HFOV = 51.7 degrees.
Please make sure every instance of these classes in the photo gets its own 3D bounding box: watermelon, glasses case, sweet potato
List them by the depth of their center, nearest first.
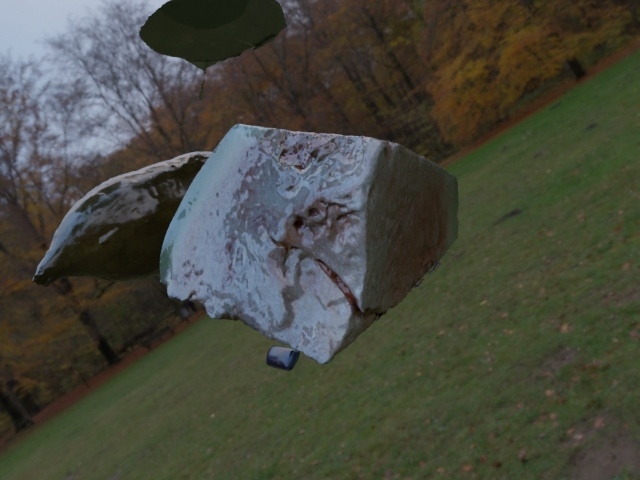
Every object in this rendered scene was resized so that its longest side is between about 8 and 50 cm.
[{"bbox_3d":[0.000,0.000,0.649,0.310,0.193,0.232,10,2,-6],"label":"watermelon"},{"bbox_3d":[-0.204,-0.036,0.872,0.158,0.157,0.370,-31,-7,41],"label":"sweet potato"},{"bbox_3d":[-0.061,0.174,0.988,0.083,0.023,0.033,-9,53,62],"label":"glasses case"}]

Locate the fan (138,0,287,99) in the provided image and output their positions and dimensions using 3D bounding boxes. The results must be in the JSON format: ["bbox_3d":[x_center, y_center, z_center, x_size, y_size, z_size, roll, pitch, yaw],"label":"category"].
[{"bbox_3d":[-0.149,-0.248,0.878,0.182,0.010,0.310,-7,-9,-17],"label":"fan"}]
